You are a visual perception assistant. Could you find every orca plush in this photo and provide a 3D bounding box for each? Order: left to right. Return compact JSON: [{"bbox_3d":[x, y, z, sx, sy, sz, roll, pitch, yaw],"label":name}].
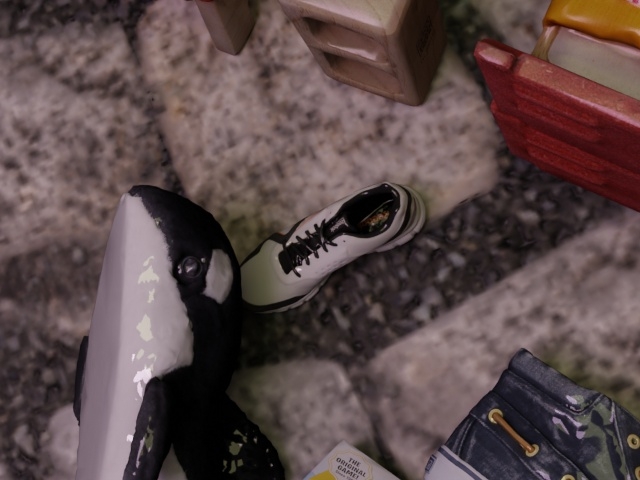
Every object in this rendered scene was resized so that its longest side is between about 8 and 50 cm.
[{"bbox_3d":[-0.059,0.123,0.692,0.102,0.151,0.287,7,74,-19],"label":"orca plush"}]

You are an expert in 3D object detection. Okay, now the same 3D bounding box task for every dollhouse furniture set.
[{"bbox_3d":[0.060,-0.170,0.701,0.374,0.152,0.201,24,84,15],"label":"dollhouse furniture set"}]

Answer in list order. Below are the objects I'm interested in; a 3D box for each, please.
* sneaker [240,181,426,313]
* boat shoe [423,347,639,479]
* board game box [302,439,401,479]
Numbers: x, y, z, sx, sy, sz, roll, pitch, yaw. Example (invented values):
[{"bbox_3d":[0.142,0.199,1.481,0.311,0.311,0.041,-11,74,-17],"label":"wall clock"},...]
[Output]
[{"bbox_3d":[0.000,0.000,0.735,0.109,0.044,0.040,-31,76,5],"label":"sneaker"},{"bbox_3d":[0.141,0.128,0.666,0.183,0.065,0.083,35,88,17],"label":"boat shoe"},{"bbox_3d":[0.041,0.169,0.665,0.154,0.026,0.103,33,42,16],"label":"board game box"}]
